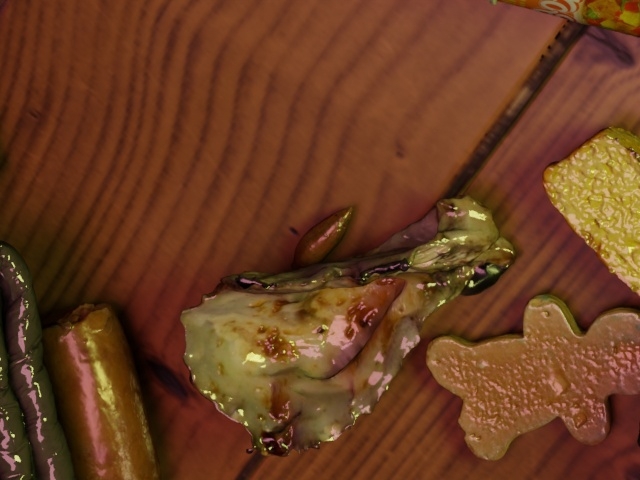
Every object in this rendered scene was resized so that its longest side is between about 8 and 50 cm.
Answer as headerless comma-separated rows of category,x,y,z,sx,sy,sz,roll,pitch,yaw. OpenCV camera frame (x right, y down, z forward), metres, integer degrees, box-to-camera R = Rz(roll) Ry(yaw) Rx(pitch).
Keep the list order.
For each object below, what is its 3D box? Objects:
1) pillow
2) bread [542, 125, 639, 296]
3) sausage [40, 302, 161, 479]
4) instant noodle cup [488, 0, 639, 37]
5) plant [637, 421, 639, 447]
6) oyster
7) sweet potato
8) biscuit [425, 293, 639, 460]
pillow,-0.335,0.157,1.887,0.228,0.101,0.326,3,109,64
bread,0.290,-0.020,1.655,0.187,0.065,0.103,44,114,8
sausage,-0.227,0.199,1.912,0.109,0.109,0.271,-6,102,24
instant noodle cup,0.259,-0.246,1.562,0.185,0.168,0.168,22,112,8
plant,0.400,0.137,1.589,0.204,0.178,0.234,43,122,8
oyster,0.022,0.062,1.745,0.337,0.133,0.198,-34,113,21
sweet potato,0.000,0.000,1.797,0.034,0.034,0.095,45,119,6
biscuit,0.224,0.127,1.740,0.234,0.030,0.153,-23,95,26
